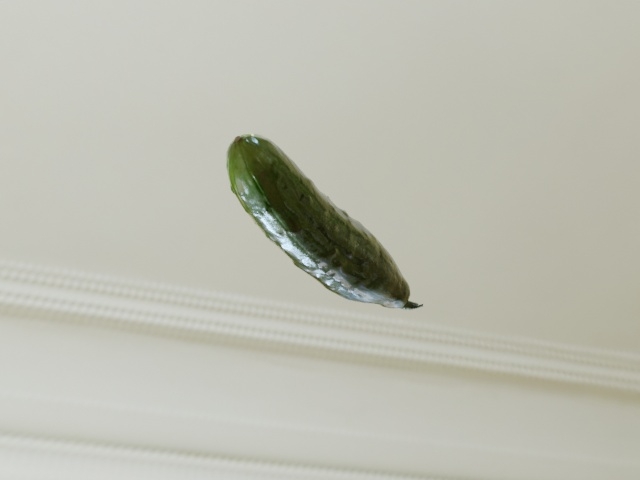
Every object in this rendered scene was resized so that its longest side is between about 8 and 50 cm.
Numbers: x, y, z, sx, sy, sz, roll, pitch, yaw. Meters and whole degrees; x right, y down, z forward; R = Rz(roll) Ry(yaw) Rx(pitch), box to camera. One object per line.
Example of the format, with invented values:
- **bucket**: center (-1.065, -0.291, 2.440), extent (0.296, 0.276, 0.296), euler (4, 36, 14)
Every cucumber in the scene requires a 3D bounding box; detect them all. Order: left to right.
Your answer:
- **cucumber**: center (0.000, 0.000, 0.812), extent (0.037, 0.037, 0.155), euler (-46, -49, 2)
